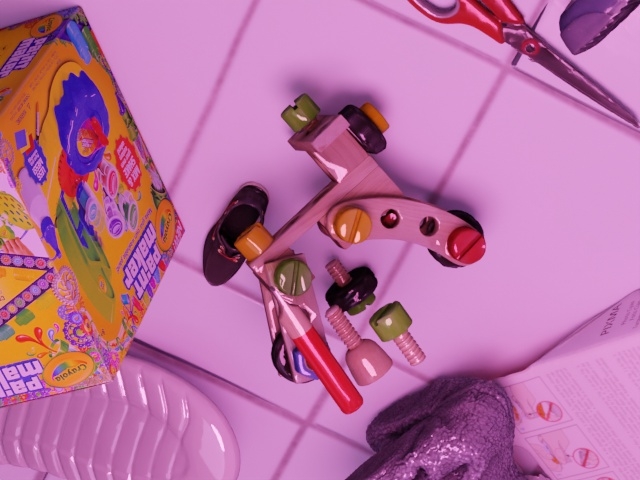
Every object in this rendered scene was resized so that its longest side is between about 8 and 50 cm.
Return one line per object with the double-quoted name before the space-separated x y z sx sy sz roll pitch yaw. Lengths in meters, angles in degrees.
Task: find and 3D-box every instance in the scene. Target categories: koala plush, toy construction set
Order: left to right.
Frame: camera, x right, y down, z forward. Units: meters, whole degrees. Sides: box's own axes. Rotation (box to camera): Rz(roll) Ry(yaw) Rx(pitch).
"toy construction set" 0.000 0.000 1.851 0.257 0.309 0.237 -30 105 18
"koala plush" 0.166 0.270 2.007 0.203 0.196 0.221 -34 103 33

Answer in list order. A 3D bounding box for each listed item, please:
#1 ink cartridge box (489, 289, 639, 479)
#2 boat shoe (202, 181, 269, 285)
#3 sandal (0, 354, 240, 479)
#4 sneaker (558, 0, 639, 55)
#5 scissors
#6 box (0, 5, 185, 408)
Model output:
"ink cartridge box" 0.364 0.202 2.024 0.385 0.091 0.308 -21 115 42
"boat shoe" -0.094 -0.001 2.010 0.049 0.042 0.133 25 124 -5
"sandal" -0.267 0.187 2.135 0.416 0.102 0.169 10 108 22
"sneaker" 0.289 -0.314 1.711 0.131 0.112 0.319 40 119 8
"scissors" 0.182 -0.195 1.846 0.109 0.021 0.297 -34 109 25
"box" -0.296 -0.032 1.889 0.177 0.290 0.279 -14 117 19
